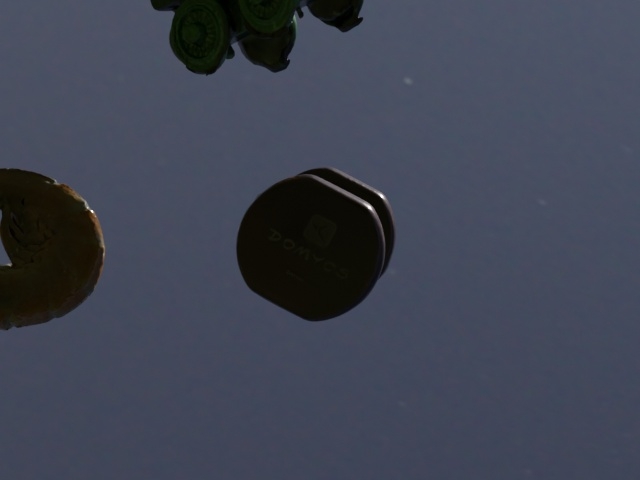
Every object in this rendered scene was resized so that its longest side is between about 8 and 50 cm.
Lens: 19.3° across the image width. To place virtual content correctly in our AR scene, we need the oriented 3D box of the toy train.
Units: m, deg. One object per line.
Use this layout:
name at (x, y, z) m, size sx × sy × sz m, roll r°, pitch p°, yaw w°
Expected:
toy train at (-0.074, -0.292, 2.026) m, size 0.266 × 0.145 × 0.202 m, roll -25°, pitch -99°, yaw 41°

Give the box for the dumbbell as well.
dumbbell at (0.000, 0.000, 1.817) m, size 0.140 × 0.225 × 0.124 m, roll 27°, pitch -83°, yaw 2°

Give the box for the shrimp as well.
shrimp at (-0.210, 0.008, 1.132) m, size 0.162 × 0.045 × 0.095 m, roll -8°, pitch -82°, yaw 7°
